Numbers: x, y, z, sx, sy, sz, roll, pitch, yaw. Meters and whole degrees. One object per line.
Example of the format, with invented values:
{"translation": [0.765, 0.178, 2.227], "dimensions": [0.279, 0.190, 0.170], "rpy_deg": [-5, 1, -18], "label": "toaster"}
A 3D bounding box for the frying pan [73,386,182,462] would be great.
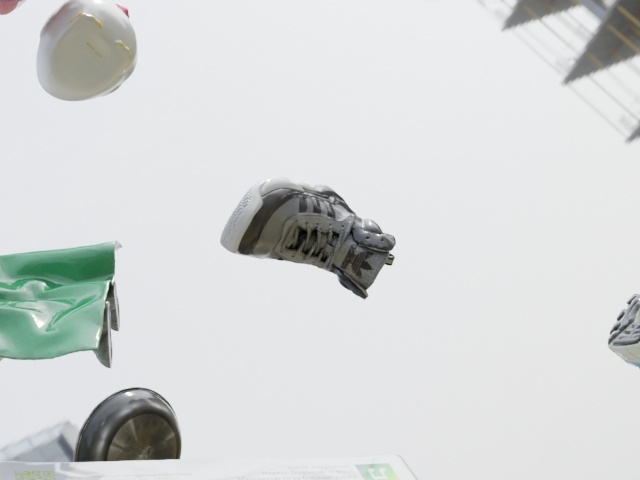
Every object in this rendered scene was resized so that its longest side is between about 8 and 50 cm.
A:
{"translation": [-0.274, 0.384, 1.668], "dimensions": [0.197, 0.053, 0.326], "rpy_deg": [-23, -71, -42], "label": "frying pan"}

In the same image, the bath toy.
{"translation": [-0.297, -0.293, 1.035], "dimensions": [0.151, 0.129, 0.348], "rpy_deg": [-36, -64, 0], "label": "bath toy"}

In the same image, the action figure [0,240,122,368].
{"translation": [-0.232, 0.046, 0.605], "dimensions": [0.232, 0.137, 0.063], "rpy_deg": [-2, -72, -3], "label": "action figure"}

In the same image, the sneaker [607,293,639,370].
{"translation": [0.212, 0.042, 0.484], "dimensions": [0.162, 0.073, 0.063], "rpy_deg": [-19, 28, 55], "label": "sneaker"}

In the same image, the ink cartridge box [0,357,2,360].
{"translation": [-0.382, 0.062, 0.898], "dimensions": [0.207, 0.117, 0.283], "rpy_deg": [-52, -17, -25], "label": "ink cartridge box"}

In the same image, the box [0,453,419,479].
{"translation": [-0.013, 0.195, 0.442], "dimensions": [0.232, 0.322, 0.058], "rpy_deg": [4, -71, -21], "label": "box"}

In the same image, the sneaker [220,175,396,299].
{"translation": [0.000, 0.000, 1.303], "dimensions": [0.268, 0.153, 0.101], "rpy_deg": [-8, -51, -63], "label": "sneaker"}
